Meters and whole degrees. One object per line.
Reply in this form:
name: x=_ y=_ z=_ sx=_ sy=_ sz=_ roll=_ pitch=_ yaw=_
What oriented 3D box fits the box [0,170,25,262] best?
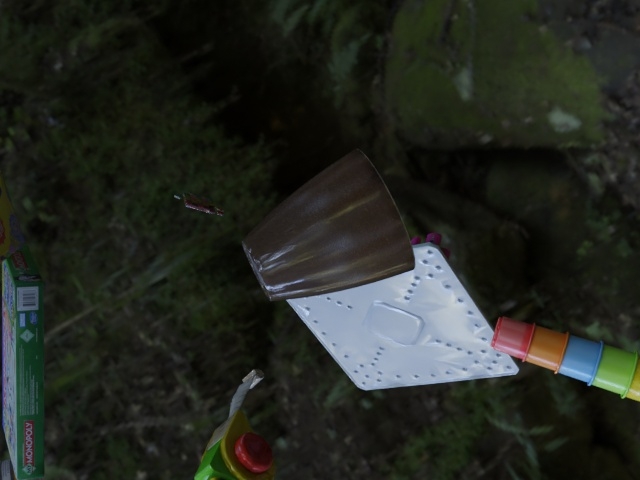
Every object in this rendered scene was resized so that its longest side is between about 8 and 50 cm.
box: x=-0.619 y=-0.074 z=1.589 sx=0.177 sy=0.279 sz=0.290 roll=-73 pitch=-31 yaw=-73

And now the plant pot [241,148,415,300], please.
plant pot: x=0.000 y=0.000 z=1.778 sx=0.215 sy=0.230 sz=0.215 roll=63 pitch=173 yaw=13

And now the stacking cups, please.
stacking cups: x=0.463 y=0.219 z=2.007 sx=0.316 sy=0.096 sz=0.096 roll=14 pitch=160 yaw=9

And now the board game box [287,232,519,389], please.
board game box: x=0.154 y=0.152 z=2.260 sx=0.390 sy=0.050 sz=0.390 roll=-11 pitch=131 yaw=34

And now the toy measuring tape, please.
toy measuring tape: x=-0.118 y=0.339 z=1.852 sx=0.121 sy=0.121 sz=0.330 roll=62 pitch=-159 yaw=-18

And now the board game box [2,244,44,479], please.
board game box: x=-0.473 y=0.187 z=1.771 sx=0.213 sy=0.046 sz=0.317 roll=-145 pitch=56 yaw=-64

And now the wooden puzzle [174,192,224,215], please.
wooden puzzle: x=-0.194 y=-0.061 z=1.793 sx=0.049 sy=0.083 sz=0.006 roll=-114 pitch=43 yaw=-61

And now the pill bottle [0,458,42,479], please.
pill bottle: x=-0.705 y=0.545 z=2.263 sx=0.162 sy=0.278 sz=0.162 roll=167 pitch=90 yaw=-81
